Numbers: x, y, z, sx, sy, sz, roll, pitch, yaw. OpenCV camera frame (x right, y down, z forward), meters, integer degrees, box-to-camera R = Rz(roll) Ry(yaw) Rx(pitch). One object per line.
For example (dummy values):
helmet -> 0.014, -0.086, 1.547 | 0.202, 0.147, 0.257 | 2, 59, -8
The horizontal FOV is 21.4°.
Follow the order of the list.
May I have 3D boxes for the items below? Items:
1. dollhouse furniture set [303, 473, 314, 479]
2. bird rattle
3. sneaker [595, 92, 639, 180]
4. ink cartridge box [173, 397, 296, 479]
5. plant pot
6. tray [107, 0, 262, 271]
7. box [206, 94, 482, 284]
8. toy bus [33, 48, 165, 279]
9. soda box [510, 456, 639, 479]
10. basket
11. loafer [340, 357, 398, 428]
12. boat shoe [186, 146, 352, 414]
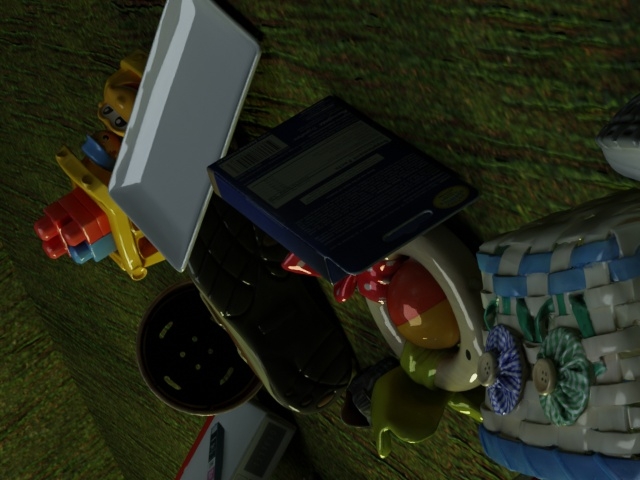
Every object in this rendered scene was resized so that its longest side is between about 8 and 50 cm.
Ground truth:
dollhouse furniture set -> -0.009, 0.370, 2.241 | 0.081, 0.091, 0.114 | -119, 8, -47
bird rattle -> 0.087, 0.049, 1.476 | 0.207, 0.143, 0.254 | -28, 80, 60
sneaker -> 0.254, -0.033, 0.862 | 0.297, 0.111, 0.129 | 13, 139, 60
ink cartridge box -> -0.163, 0.328, 2.267 | 0.060, 0.275, 0.239 | 30, 176, -29
plant pot -> -0.149, 0.136, 2.097 | 0.167, 0.167, 0.165 | 57, 169, 2
tray -> -0.130, -0.116, 1.671 | 0.145, 0.030, 0.270 | 46, 129, 34
box -> 0.020, -0.039, 1.406 | 0.225, 0.136, 0.036 | 37, 151, 48
toy bus -> -0.219, -0.068, 1.856 | 0.149, 0.211, 0.220 | 44, 155, 40
soda box -> 0.223, 0.229, 1.425 | 0.074, 0.069, 0.216 | 58, 162, -3
basket -> 0.214, 0.115, 1.053 | 0.255, 0.201, 0.289 | -9, 102, 69
loafer -> 0.045, 0.171, 1.794 | 0.062, 0.061, 0.170 | 53, 162, 12
boat shoe -> -0.083, 0.043, 1.830 | 0.324, 0.122, 0.120 | 65, 163, -19
